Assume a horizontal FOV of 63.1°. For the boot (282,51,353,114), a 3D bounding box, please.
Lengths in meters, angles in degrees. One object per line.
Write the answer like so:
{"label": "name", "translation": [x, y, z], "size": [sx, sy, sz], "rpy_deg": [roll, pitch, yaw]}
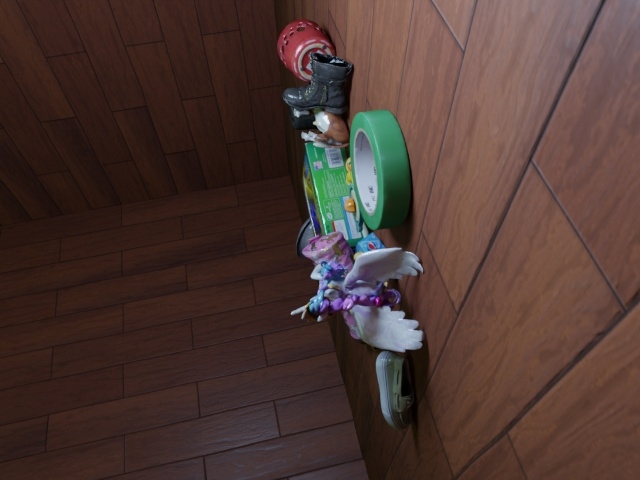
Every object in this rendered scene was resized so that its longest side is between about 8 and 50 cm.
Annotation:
{"label": "boot", "translation": [-0.014, -0.542, 1.756], "size": [0.229, 0.263, 0.091], "rpy_deg": [79, -155, -61]}

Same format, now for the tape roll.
{"label": "tape roll", "translation": [0.157, -0.192, 1.428], "size": [0.321, 0.077, 0.321], "rpy_deg": [172, 90, -82]}

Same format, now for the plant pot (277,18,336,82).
{"label": "plant pot", "translation": [-0.047, -0.685, 1.901], "size": [0.174, 0.191, 0.191], "rpy_deg": [-115, 15, -47]}

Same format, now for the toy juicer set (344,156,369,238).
{"label": "toy juicer set", "translation": [0.117, -0.145, 1.824], "size": [0.209, 0.089, 0.329], "rpy_deg": [-109, 10, -49]}

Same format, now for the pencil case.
{"label": "pencil case", "translation": [0.090, 0.152, 1.785], "size": [0.386, 0.167, 0.160], "rpy_deg": [60, -145, -16]}

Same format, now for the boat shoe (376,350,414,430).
{"label": "boat shoe", "translation": [0.254, 0.499, 1.690], "size": [0.094, 0.109, 0.302], "rpy_deg": [3, 119, 39]}

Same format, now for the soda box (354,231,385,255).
{"label": "soda box", "translation": [0.161, 0.054, 1.785], "size": [0.071, 0.067, 0.210], "rpy_deg": [52, 164, 16]}

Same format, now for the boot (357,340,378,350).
{"label": "boot", "translation": [0.161, 0.319, 2.178], "size": [0.280, 0.096, 0.264], "rpy_deg": [141, 119, -81]}

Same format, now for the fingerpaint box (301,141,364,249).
{"label": "fingerpaint box", "translation": [0.043, -0.133, 2.139], "size": [0.371, 0.163, 0.445], "rpy_deg": [105, 153, -74]}

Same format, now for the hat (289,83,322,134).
{"label": "hat", "translation": [-0.071, -0.546, 2.184], "size": [0.331, 0.134, 0.331], "rpy_deg": [-12, -90, -84]}

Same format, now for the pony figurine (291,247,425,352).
{"label": "pony figurine", "translation": [0.116, 0.145, 1.489], "size": [0.363, 0.351, 0.303], "rpy_deg": [-59, -35, -72]}

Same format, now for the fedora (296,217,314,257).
{"label": "fedora", "translation": [0.000, 0.000, 2.647], "size": [0.124, 0.244, 0.275], "rpy_deg": [37, 128, 35]}

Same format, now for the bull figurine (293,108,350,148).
{"label": "bull figurine", "translation": [0.007, -0.464, 1.920], "size": [0.101, 0.188, 0.310], "rpy_deg": [111, 144, -53]}
